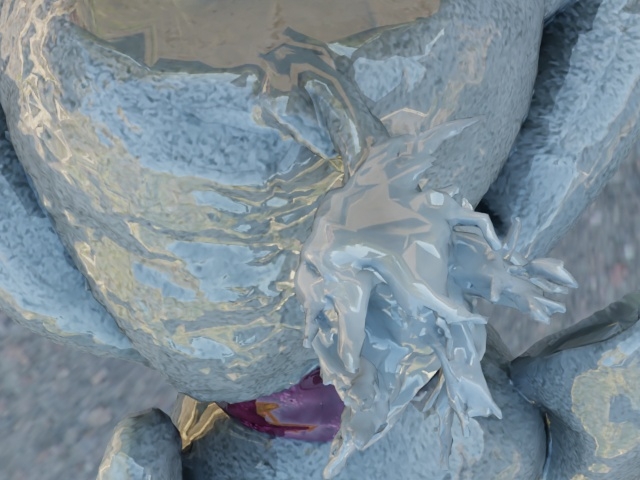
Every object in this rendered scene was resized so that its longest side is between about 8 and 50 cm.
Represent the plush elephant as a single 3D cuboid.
[{"bbox_3d":[0.000,0.000,0.601,0.272,0.330,0.255,-9,136,-6],"label":"plush elephant"}]
